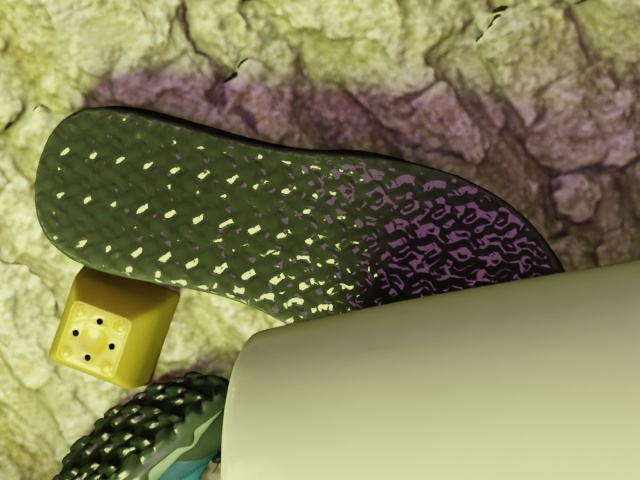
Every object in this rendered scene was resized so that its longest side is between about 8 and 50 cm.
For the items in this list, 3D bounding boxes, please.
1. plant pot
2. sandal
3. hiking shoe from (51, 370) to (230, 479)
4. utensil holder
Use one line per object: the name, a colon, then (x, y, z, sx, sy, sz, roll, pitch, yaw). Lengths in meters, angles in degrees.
plant pot: (-0.168, 0.070, 1.518, 0.081, 0.083, 0.081, 20, 98, 6)
sandal: (-0.001, -0.003, 1.490, 0.446, 0.107, 0.167, 21, 100, 16)
hiking shoe: (-0.156, 0.233, 1.540, 0.304, 0.113, 0.132, -46, 115, 7)
utensil holder: (0.163, 0.176, 1.264, 0.385, 0.327, 0.327, -9, 95, 14)
